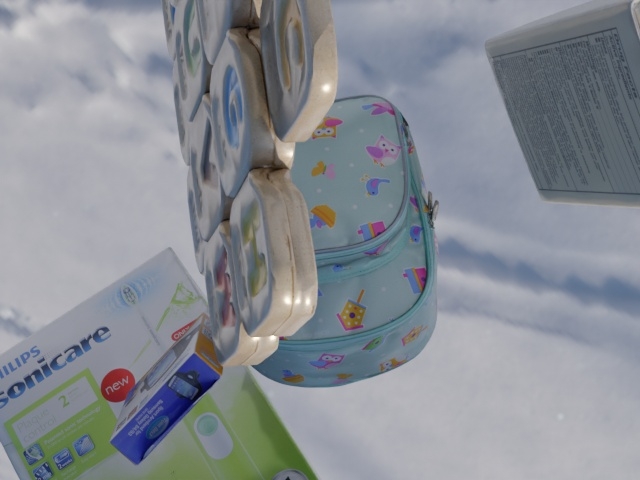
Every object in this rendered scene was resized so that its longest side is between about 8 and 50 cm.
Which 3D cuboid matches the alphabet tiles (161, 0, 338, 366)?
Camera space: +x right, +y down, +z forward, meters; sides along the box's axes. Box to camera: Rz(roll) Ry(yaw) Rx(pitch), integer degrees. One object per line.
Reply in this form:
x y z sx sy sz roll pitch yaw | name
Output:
-0.044 -0.094 0.597 0.278 0.021 0.284 134 129 -71 | alphabet tiles

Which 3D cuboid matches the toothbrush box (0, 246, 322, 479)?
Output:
-0.130 0.183 1.176 0.283 0.206 0.122 56 176 30 | toothbrush box

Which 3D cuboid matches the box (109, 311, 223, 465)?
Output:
-0.099 0.097 0.934 0.028 0.081 0.136 43 -175 -6 | box

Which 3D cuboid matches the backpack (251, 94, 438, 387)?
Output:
0.000 0.000 0.975 0.144 0.165 0.188 90 170 -67 | backpack

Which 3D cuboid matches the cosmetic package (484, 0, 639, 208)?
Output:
0.245 -0.112 1.045 0.296 0.129 0.153 -160 49 -78 | cosmetic package
